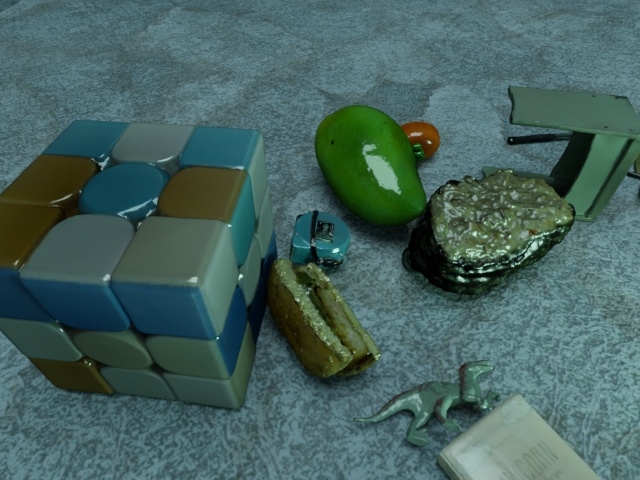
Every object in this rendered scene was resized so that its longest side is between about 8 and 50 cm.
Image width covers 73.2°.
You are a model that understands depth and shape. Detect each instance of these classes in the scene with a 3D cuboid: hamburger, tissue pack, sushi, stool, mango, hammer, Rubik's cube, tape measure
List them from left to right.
[{"bbox_3d":[-0.276,0.036,0.724,0.344,0.347,0.346,5,48,6],"label":"Rubik's cube"},{"bbox_3d":[-0.021,0.143,0.771,0.124,0.131,0.262,13,29,-39],"label":"hamburger"},{"bbox_3d":[0.000,0.000,0.940,0.125,0.081,0.146,10,47,-5],"label":"tape measure"},{"bbox_3d":[0.124,-0.178,1.027,0.225,0.201,0.382,-11,49,-23],"label":"mango"},{"bbox_3d":[0.350,-0.027,0.888,0.350,0.170,0.211,-13,50,-17],"label":"sushi"},{"bbox_3d":[0.668,-0.308,1.265,0.246,0.029,0.103,-4,47,-2],"label":"hammer"},{"bbox_3d":[0.549,-0.203,1.017,0.270,0.243,0.170,10,47,9],"label":"stool"},{"bbox_3d":[0.329,0.385,0.577,0.170,0.071,0.325,-25,52,-20],"label":"tissue pack"},{"bbox_3d":[0.880,-0.233,1.200,0.062,0.013,0.199,19,49,17],"label":"hammer"}]

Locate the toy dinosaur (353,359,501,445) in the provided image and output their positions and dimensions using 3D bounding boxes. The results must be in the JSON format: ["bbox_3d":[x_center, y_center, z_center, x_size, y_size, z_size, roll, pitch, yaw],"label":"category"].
[{"bbox_3d":[0.175,0.261,0.709,0.242,0.053,0.167,-9,21,9],"label":"toy dinosaur"}]

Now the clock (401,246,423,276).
[{"bbox_3d":[0.219,0.043,0.939,0.085,0.017,0.085,0,46,0],"label":"clock"}]

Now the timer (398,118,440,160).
[{"bbox_3d":[0.264,-0.267,1.184,0.136,0.099,0.136,-6,56,8],"label":"timer"}]
